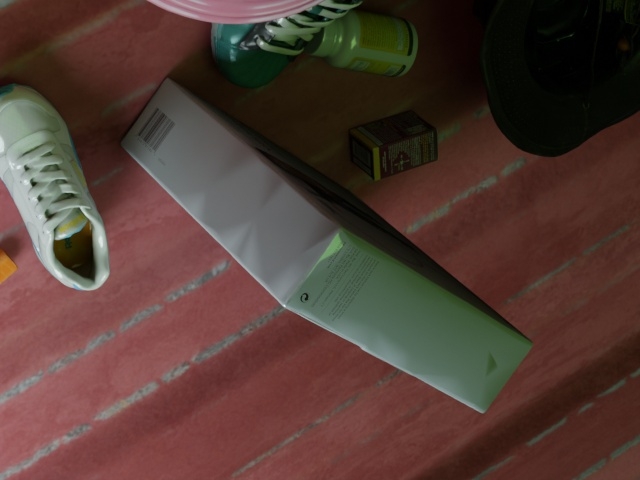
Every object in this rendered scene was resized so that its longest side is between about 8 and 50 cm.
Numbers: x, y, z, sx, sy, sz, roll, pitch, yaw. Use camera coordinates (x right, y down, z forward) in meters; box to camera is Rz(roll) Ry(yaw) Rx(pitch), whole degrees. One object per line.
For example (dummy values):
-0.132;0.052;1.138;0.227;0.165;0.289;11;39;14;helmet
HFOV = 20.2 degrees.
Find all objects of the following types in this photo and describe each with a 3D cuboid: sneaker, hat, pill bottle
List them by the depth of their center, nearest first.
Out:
-0.008;-0.260;1.766;0.108;0.121;0.302;7;125;-38;sneaker
-0.265;-0.053;1.773;0.087;0.092;0.228;-31;125;-13;sneaker
0.039;-0.211;1.893;0.116;0.065;0.065;6;111;-34;pill bottle
0.260;-0.258;1.963;0.331;0.134;0.331;-24;128;-34;hat

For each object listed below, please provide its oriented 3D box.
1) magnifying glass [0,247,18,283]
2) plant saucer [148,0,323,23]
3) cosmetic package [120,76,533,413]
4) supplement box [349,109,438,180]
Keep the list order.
-0.402;0.093;1.812;0.231;0.026;0.092;-40;128;-5;magnifying glass
-0.066;-0.345;1.589;0.332;0.084;0.332;-5;115;-10;plant saucer
0.000;0.000;1.780;0.284;0.377;0.097;33;96;-39;cosmetic package
0.081;-0.105;1.981;0.083;0.055;0.043;-18;124;-22;supplement box
